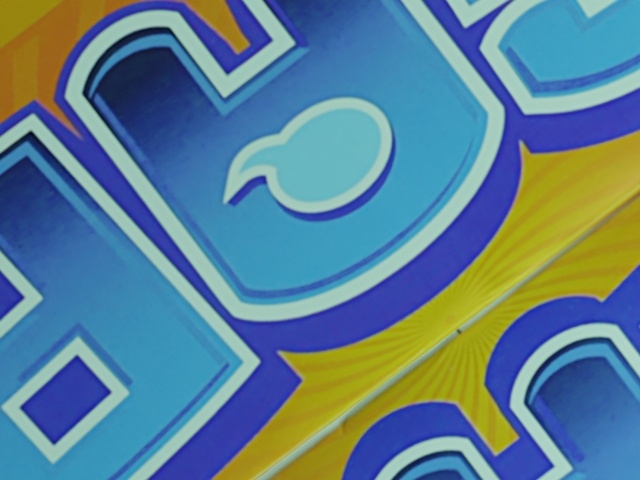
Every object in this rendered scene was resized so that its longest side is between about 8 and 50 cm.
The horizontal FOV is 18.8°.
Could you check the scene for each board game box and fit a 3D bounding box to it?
[{"bbox_3d":[0.034,0.026,0.679,0.356,0.356,0.356,53,-1,0],"label":"board game box"}]
